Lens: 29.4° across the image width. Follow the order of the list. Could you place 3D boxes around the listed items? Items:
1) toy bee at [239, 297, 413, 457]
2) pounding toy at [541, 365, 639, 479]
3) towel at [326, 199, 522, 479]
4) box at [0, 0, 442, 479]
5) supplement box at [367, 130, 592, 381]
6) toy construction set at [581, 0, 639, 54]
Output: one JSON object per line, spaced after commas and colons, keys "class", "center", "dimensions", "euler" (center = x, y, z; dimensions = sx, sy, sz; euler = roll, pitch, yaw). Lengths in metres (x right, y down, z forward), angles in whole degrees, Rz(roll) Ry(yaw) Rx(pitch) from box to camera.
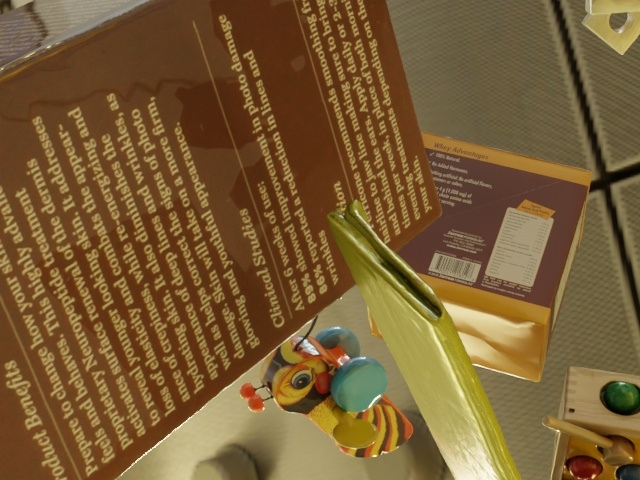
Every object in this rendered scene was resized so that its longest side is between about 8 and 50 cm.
{"class": "toy bee", "center": [-0.012, 0.168, 1.482], "dimensions": [0.298, 0.162, 0.195], "euler": [58, -7, -15]}
{"class": "pounding toy", "center": [0.282, 0.192, 1.208], "dimensions": [0.130, 0.100, 0.141], "euler": [8, -45, 10]}
{"class": "towel", "center": [0.072, 0.088, 0.581], "dimensions": [0.102, 0.021, 0.237], "euler": [45, -14, 51]}
{"class": "box", "center": [-0.117, -0.011, 0.589], "dimensions": [0.143, 0.381, 0.191], "euler": [4, -61, 41]}
{"class": "supplement box", "center": [0.169, 0.015, 1.300], "dimensions": [0.191, 0.194, 0.129], "euler": [15, -30, 15]}
{"class": "toy construction set", "center": [0.289, -0.142, 0.674], "dimensions": [0.327, 0.151, 0.215], "euler": [50, -56, 57]}
